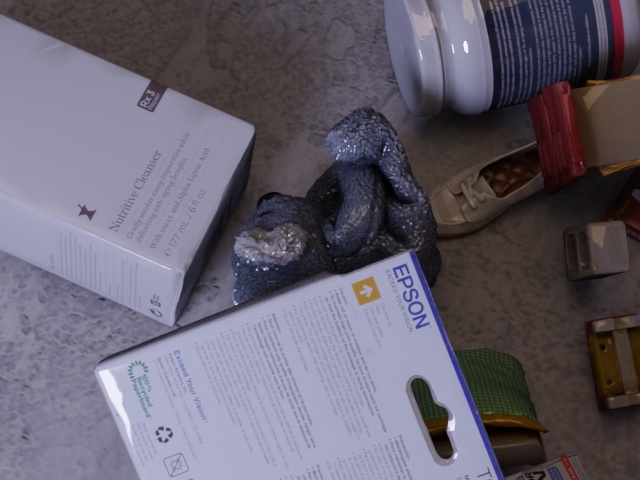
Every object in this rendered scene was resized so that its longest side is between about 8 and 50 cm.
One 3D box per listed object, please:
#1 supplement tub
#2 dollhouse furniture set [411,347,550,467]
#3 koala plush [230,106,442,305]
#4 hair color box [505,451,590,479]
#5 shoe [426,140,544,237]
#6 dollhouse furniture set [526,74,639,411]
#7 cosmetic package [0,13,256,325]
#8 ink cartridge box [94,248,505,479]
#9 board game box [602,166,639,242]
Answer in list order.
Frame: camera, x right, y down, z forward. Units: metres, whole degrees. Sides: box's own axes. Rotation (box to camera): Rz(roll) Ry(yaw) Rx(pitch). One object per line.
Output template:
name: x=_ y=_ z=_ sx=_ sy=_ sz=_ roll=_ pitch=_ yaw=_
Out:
supplement tub: x=0.227 y=-0.256 z=2.164 sx=0.272 sy=0.191 sz=0.191 roll=-13 pitch=61 yaw=-9
dollhouse furniture set: x=0.078 y=0.144 z=1.906 sx=0.302 sy=0.151 sz=0.197 roll=-7 pitch=30 yaw=-2
koala plush: x=0.000 y=0.000 z=2.018 sx=0.221 sy=0.196 sz=0.203 roll=-23 pitch=73 yaw=-18
hair color box: x=0.199 y=0.287 z=1.835 sx=0.167 sy=0.053 sz=0.093 roll=-19 pitch=62 yaw=-13
shoe: x=0.207 y=-0.072 z=2.132 sx=0.219 sy=0.058 sz=0.076 roll=-25 pitch=63 yaw=-15
dollhouse furniture set: x=0.369 y=-0.008 z=2.040 sx=0.201 sy=0.152 sz=0.374 roll=-9 pitch=87 yaw=-7
cosmetic package: x=-0.290 y=-0.090 z=2.059 sx=0.385 sy=0.156 sz=0.217 roll=23 pitch=62 yaw=3
ink cartridge box: x=-0.005 y=0.206 z=1.752 sx=0.330 sy=0.071 sz=0.324 roll=-21 pitch=97 yaw=6
board game box: x=0.465 y=-0.095 z=2.168 sx=0.145 sy=0.027 sz=0.281 roll=28 pitch=63 yaw=16
